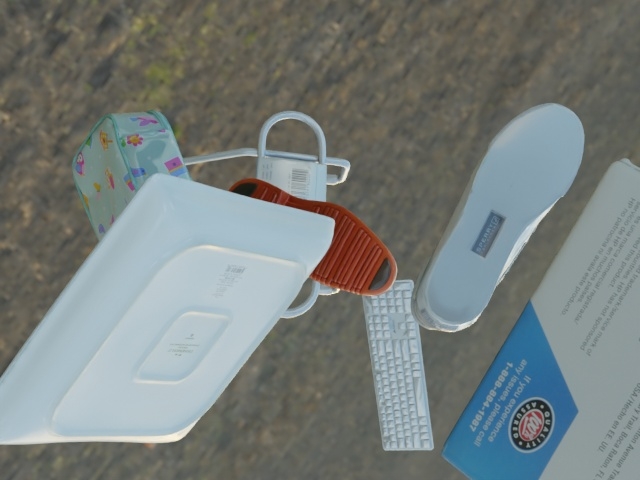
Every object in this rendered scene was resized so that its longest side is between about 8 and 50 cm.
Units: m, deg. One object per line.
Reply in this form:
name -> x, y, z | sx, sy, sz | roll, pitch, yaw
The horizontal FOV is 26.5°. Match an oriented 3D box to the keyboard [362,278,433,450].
keyboard -> 0.106, 0.173, 1.856 | 0.014, 0.072, 0.256 | -48, 134, -61

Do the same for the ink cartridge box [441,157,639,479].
ink cartridge box -> 0.263, 0.124, 0.811 | 0.129, 0.307, 0.223 | 23, 99, -53

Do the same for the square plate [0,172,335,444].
square plate -> -0.159, 0.097, 1.440 | 0.344, 0.049, 0.347 | -52, 152, 15

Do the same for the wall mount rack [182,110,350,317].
wall mount rack -> -0.108, -0.035, 2.212 | 0.130, 0.304, 0.350 | 117, -23, -69

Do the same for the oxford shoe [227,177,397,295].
oxford shoe -> 0.000, 0.000, 1.744 | 0.097, 0.271, 0.098 | -58, 147, -2

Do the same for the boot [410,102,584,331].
boot -> 0.169, -0.022, 1.388 | 0.258, 0.095, 0.123 | -55, -177, -9

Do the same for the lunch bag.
lunch bag -> -0.280, -0.054, 2.103 | 0.108, 0.279, 0.224 | -13, 163, -31
